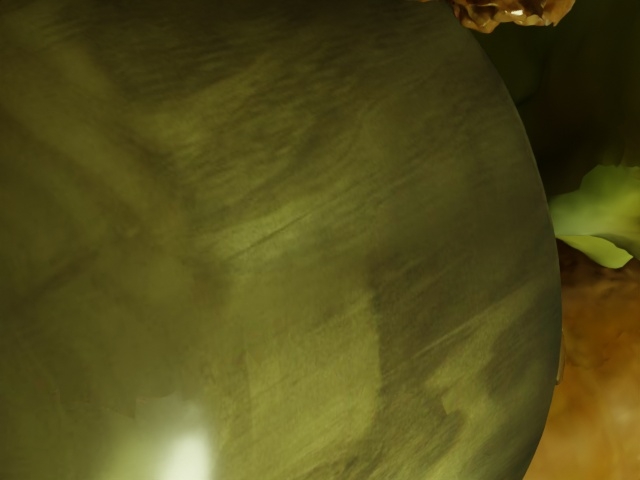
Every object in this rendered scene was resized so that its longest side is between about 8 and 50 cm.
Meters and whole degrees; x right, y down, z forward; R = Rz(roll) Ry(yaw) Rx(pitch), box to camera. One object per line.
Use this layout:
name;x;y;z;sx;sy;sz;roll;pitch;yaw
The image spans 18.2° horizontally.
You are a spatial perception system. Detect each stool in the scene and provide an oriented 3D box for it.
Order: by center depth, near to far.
stool;-0.095;0.028;0.378;0.264;0.179;0.179;-16;143;-52

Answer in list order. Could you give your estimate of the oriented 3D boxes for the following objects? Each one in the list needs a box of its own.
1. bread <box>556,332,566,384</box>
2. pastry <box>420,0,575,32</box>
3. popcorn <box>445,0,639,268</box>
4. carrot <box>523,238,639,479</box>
bread;0.000;0.000;0.564;0.129;0.126;0.044;10;98;-26
pastry;0.053;-0.110;0.417;0.169;0.087;0.063;-46;-158;-20
popcorn;0.178;-0.112;0.583;0.334;0.293;0.292;158;-59;-77
carrot;0.025;0.091;0.691;0.254;0.196;0.196;-19;145;-41
